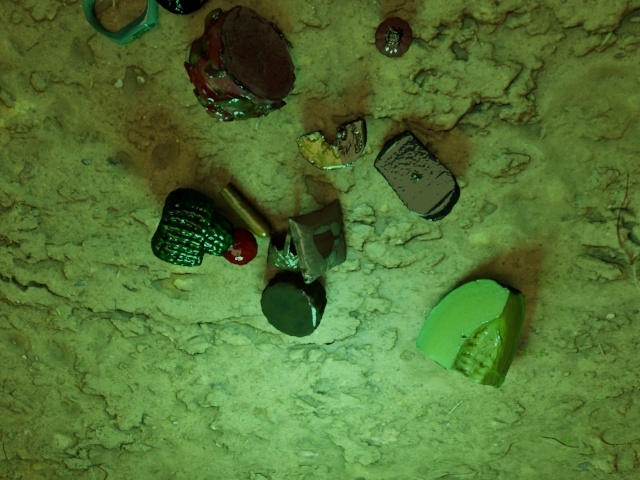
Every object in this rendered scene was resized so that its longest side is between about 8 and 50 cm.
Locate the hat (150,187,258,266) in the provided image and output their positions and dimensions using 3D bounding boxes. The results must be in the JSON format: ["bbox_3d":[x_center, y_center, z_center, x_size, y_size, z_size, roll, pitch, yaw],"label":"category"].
[{"bbox_3d":[-0.351,-0.024,1.536,0.332,0.274,0.242,19,122,-19],"label":"hat"}]

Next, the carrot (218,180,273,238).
[{"bbox_3d":[-0.242,-0.093,1.593,0.067,0.067,0.225,-38,99,17],"label":"carrot"}]

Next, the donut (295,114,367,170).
[{"bbox_3d":[0.043,-0.295,1.478,0.217,0.085,0.141,-10,108,11],"label":"donut"}]

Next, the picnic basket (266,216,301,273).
[{"bbox_3d":[-0.098,0.008,1.577,0.137,0.128,0.179,15,120,-1],"label":"picnic basket"}]

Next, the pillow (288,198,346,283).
[{"bbox_3d":[0.000,0.000,1.529,0.084,0.236,0.224,4,109,40],"label":"pillow"}]

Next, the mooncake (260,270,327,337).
[{"bbox_3d":[-0.088,0.209,1.640,0.228,0.124,0.228,11,123,19],"label":"mooncake"}]

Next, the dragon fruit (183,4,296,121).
[{"bbox_3d":[-0.265,-0.482,1.365,0.262,0.314,0.296,-13,80,39],"label":"dragon fruit"}]

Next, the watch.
[{"bbox_3d":[-0.582,-0.699,1.419,0.237,0.068,0.195,-23,103,18],"label":"watch"}]

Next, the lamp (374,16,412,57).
[{"bbox_3d":[0.206,-0.572,1.355,0.107,0.092,0.108,2,110,5],"label":"lamp"}]

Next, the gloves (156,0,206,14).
[{"bbox_3d":[-0.372,-0.743,1.357,0.164,0.124,0.203,35,117,-29],"label":"gloves"}]

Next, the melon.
[{"bbox_3d":[0.528,0.291,1.571,0.331,0.226,0.344,30,97,8],"label":"melon"}]

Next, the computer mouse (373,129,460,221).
[{"bbox_3d":[0.302,-0.196,1.487,0.168,0.087,0.295,-41,88,15],"label":"computer mouse"}]
